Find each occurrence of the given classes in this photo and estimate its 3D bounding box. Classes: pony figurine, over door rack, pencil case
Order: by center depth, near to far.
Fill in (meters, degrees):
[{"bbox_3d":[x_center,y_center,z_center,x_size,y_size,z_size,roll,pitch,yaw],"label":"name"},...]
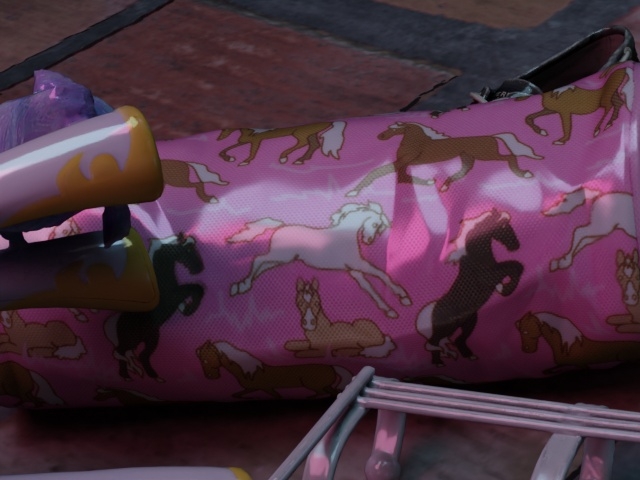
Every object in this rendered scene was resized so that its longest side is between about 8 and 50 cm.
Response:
[{"bbox_3d":[0.064,0.146,0.786,0.239,0.108,0.324,4,14,24],"label":"over door rack"},{"bbox_3d":[-0.238,0.059,0.858,0.363,0.351,0.303,-19,11,-16],"label":"pony figurine"},{"bbox_3d":[0.000,0.000,1.033,0.386,0.167,0.160,-4,-2,13],"label":"pencil case"}]

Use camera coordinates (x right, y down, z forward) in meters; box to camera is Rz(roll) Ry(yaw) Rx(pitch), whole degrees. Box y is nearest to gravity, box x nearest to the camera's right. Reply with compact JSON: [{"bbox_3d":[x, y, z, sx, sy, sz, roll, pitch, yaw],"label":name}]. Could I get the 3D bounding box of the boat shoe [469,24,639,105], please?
[{"bbox_3d":[0.112,-0.064,1.177,0.219,0.070,0.078,-34,37,-32],"label":"boat shoe"}]
